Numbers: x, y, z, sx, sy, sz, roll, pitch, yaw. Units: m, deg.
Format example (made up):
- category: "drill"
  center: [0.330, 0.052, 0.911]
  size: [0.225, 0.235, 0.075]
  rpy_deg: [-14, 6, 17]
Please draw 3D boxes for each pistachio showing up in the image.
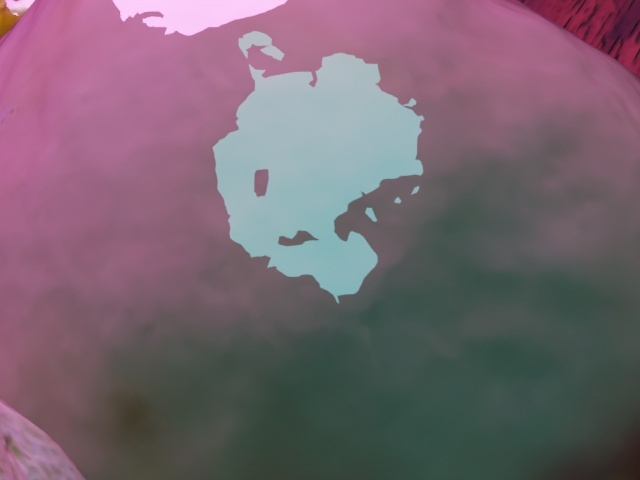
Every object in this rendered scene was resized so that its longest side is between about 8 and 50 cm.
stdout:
- category: "pistachio"
  center: [0.000, 0.000, 0.744]
  size: [0.365, 0.281, 0.445]
  rpy_deg: [-12, 44, -18]

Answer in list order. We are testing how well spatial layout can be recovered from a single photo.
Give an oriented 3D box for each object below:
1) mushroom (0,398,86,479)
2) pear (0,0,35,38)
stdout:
- category: "mushroom"
  center: [-0.134, 0.106, 0.564]
  size: [0.333, 0.087, 0.107]
  rpy_deg: [28, 84, 27]
- category: "pear"
  center: [-0.178, -0.190, 1.130]
  size: [0.176, 0.286, 0.282]
  rpy_deg: [11, 26, -11]
